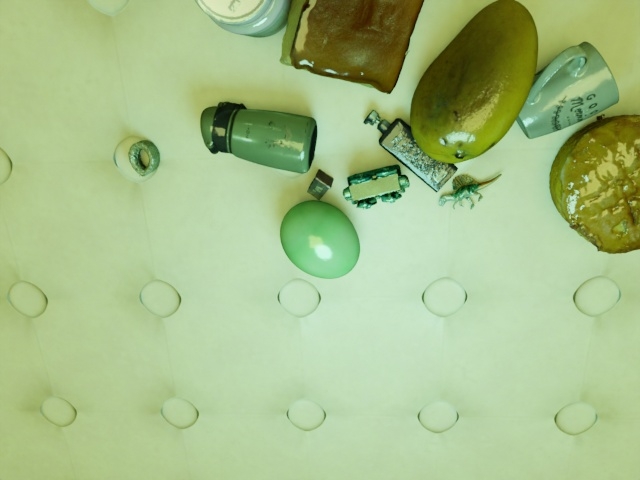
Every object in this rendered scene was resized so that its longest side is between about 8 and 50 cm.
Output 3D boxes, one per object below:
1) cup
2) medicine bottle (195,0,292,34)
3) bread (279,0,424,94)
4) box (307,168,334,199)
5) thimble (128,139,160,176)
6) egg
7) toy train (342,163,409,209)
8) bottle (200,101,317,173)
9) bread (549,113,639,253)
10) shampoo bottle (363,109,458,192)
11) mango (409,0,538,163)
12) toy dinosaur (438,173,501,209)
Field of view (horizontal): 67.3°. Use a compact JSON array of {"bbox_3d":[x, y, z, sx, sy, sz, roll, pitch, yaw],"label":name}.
[{"bbox_3d":[0.633,-0.405,1.286,0.234,0.258,0.186,-29,62,19],"label":"cup"},{"bbox_3d":[-0.181,-0.620,1.188,0.213,0.379,0.214,1,111,2],"label":"medicine bottle"},{"bbox_3d":[0.089,-0.578,1.252,0.333,0.143,0.324,5,114,-26],"label":"bread"},{"bbox_3d":[-0.001,-0.172,1.497,0.060,0.085,0.063,32,117,-9],"label":"box"},{"bbox_3d":[-0.555,-0.258,1.515,0.084,0.062,0.110,7,110,2],"label":"thimble"},{"bbox_3d":[0.000,0.000,1.485,0.220,0.220,0.269,-40,111,16],"label":"egg"},{"bbox_3d":[0.165,-0.164,1.449,0.198,0.154,0.107,-13,105,8],"label":"toy train"},{"bbox_3d":[-0.188,-0.309,1.420,0.347,0.168,0.168,12,110,5],"label":"bottle"},{"bbox_3d":[0.853,-0.161,1.370,0.398,0.215,0.398,1,111,3],"label":"bread"},{"bbox_3d":[0.264,-0.279,1.442,0.309,0.071,0.098,38,109,-10],"label":"shampoo bottle"},{"bbox_3d":[0.413,-0.423,1.289,0.220,0.301,0.445,20,97,-46],"label":"mango"},{"bbox_3d":[0.457,-0.162,1.492,0.106,0.044,0.187,39,110,6],"label":"toy dinosaur"}]
